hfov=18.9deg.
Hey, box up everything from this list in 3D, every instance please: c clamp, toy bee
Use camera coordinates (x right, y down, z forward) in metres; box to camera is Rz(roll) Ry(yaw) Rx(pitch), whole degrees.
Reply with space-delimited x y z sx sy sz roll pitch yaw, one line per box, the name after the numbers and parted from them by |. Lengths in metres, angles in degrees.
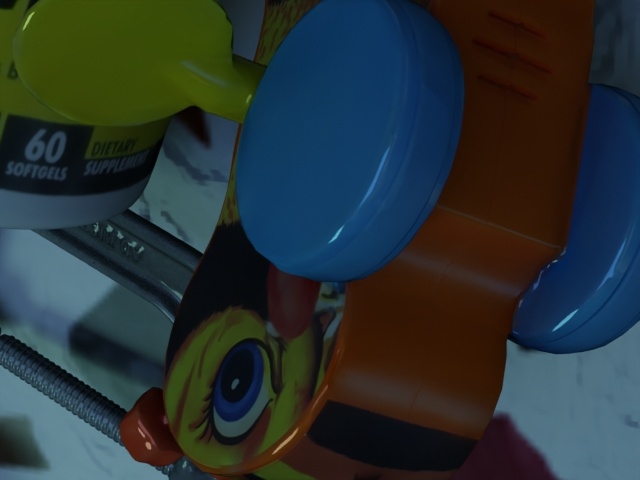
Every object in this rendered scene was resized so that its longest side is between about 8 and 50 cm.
-0.075 0.041 0.625 0.161 0.022 0.137 35 135 16 | c clamp
0.000 0.000 0.499 0.195 0.298 0.162 39 145 -22 | toy bee

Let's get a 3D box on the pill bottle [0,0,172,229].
-0.075 -0.118 0.540 0.119 0.119 0.208 27 114 14 | pill bottle
